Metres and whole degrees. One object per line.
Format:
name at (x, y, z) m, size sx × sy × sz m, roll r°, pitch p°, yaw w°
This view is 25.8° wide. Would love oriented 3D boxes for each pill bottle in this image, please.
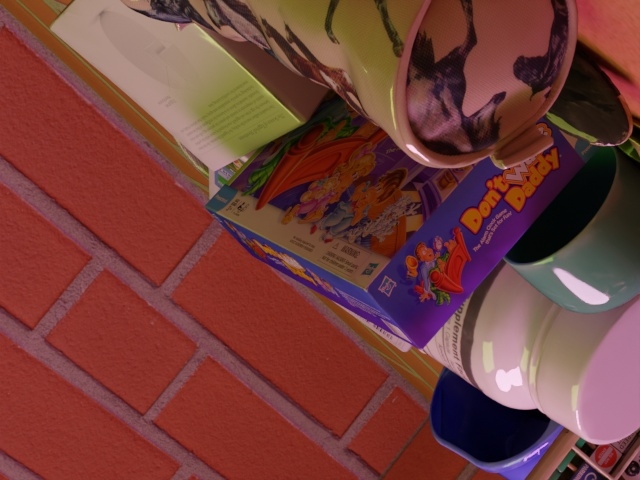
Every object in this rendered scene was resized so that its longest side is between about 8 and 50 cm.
pill bottle at (0.175, 0.037, 1.372) m, size 0.361 × 0.204 × 0.204 m, roll 33°, pitch 171°, yaw 40°

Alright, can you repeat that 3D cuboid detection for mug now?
mug at (0.230, -0.015, 1.158) m, size 0.097 × 0.158 × 0.129 m, roll 39°, pitch 149°, yaw -23°

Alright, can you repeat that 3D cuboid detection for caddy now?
caddy at (0.260, 0.178, 1.697) m, size 0.179 × 0.241 × 0.341 m, roll 37°, pitch 174°, yaw -18°

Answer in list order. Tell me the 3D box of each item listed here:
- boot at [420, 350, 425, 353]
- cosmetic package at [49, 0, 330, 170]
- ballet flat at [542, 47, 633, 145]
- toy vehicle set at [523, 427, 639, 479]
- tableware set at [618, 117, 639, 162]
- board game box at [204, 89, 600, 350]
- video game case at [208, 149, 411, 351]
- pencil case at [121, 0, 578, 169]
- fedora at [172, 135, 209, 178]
boot at (0.231, 0.118, 1.900) m, size 0.176 × 0.088 × 0.244 m, roll -8°, pitch 154°, yaw 30°
cosmetic package at (-0.107, -0.206, 1.345) m, size 0.224 × 0.138 × 0.224 m, roll 43°, pitch 156°, yaw -14°
ballet flat at (0.165, -0.132, 1.041) m, size 0.173 × 0.057 × 0.049 m, roll 42°, pitch -153°, yaw 18°
toy vehicle set at (0.340, 0.227, 1.476) m, size 0.166 × 0.267 × 0.035 m, roll 39°, pitch 174°, yaw -8°
tableware set at (0.257, -0.067, 1.034) m, size 0.154 × 0.024 × 0.104 m, roll 35°, pitch 172°, yaw 31°
board game box at (0.060, -0.057, 1.235) m, size 0.078 × 0.233 × 0.347 m, roll 47°, pitch 170°, yaw -26°
video game case at (0.000, 0.000, 1.714) m, size 0.329 × 0.036 × 0.300 m, roll 36°, pitch 165°, yaw 7°
pencil case at (-0.002, -0.188, 1.031) m, size 0.410 × 0.160 × 0.183 m, roll 33°, pitch 161°, yaw 42°
fedora at (-0.112, -0.148, 1.837) m, size 0.275 × 0.124 × 0.243 m, roll 52°, pitch 161°, yaw -24°
